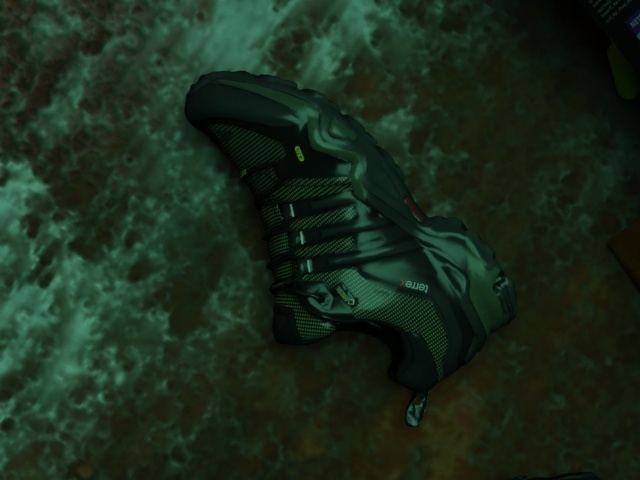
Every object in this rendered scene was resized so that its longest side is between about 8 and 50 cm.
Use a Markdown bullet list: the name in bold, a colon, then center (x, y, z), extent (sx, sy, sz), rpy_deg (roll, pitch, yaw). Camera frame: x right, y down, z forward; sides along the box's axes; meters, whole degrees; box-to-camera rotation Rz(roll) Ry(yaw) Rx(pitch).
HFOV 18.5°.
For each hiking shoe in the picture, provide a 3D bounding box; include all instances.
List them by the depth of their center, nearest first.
- **hiking shoe**: center (0.000, 0.000, 1.109), extent (0.227, 0.086, 0.114), rpy_deg (40, 74, 1)

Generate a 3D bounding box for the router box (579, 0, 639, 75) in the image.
- **router box**: center (0.260, -0.225, 1.141), extent (0.309, 0.081, 0.243), rpy_deg (-35, 85, -31)

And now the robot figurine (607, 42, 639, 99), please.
- **robot figurine**: center (0.221, -0.117, 1.168), extent (0.101, 0.067, 0.115), rpy_deg (-25, 83, -1)

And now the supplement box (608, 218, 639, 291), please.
- **supplement box**: center (0.295, -0.012, 1.093), extent (0.194, 0.191, 0.129), rpy_deg (-32, 85, -11)

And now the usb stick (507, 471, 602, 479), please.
- **usb stick**: center (0.151, 0.267, 1.099), extent (0.077, 0.045, 0.278), rpy_deg (-8, 80, -15)
